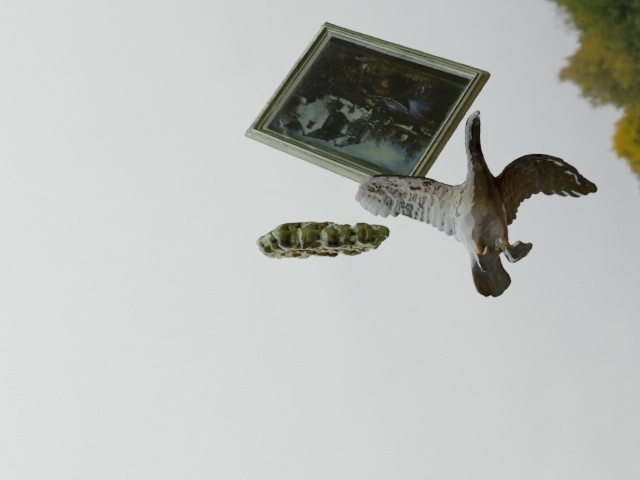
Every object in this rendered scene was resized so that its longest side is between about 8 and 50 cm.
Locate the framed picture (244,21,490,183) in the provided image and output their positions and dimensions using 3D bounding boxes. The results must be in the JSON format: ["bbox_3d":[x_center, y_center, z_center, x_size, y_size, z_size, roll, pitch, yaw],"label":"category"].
[{"bbox_3d":[0.060,-0.197,1.359,0.232,0.296,0.019,-57,-31,-16],"label":"framed picture"}]

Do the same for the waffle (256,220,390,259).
[{"bbox_3d":[0.000,-0.003,1.640,0.204,0.223,0.054,149,119,-78],"label":"waffle"}]

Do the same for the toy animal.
[{"bbox_3d":[0.183,-0.045,1.014,0.197,0.272,0.160,84,176,-60],"label":"toy animal"}]
